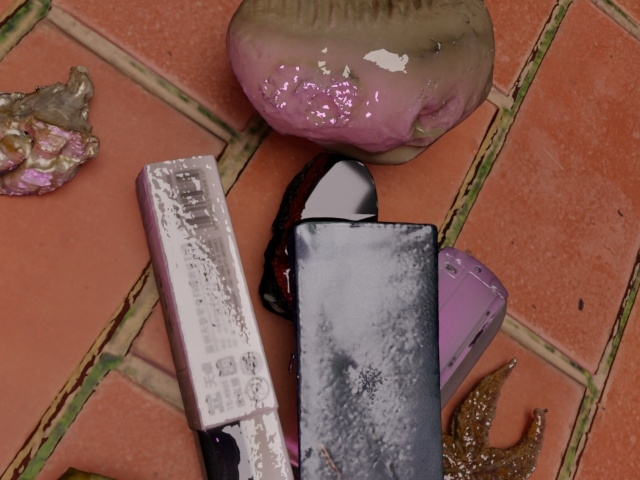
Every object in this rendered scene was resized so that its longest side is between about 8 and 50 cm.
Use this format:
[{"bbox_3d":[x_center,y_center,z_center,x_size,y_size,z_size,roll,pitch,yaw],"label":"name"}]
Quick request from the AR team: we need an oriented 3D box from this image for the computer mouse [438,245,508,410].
[{"bbox_3d":[0.132,0.145,0.922,0.158,0.072,0.310,39,66,9],"label":"computer mouse"}]

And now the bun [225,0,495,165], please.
[{"bbox_3d":[0.048,-0.238,0.903,0.362,0.234,0.326,-18,50,-30],"label":"bun"}]

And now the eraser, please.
[{"bbox_3d":[-0.134,0.103,0.832,0.098,0.096,0.404,-11,81,-24],"label":"eraser"}]

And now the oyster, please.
[{"bbox_3d":[-0.347,-0.143,0.825,0.163,0.081,0.191,21,67,-10],"label":"oyster"}]

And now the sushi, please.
[{"bbox_3d":[0.000,0.000,0.896,0.136,0.126,0.225,19,77,-16],"label":"sushi"}]

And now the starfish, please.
[{"bbox_3d":[0.186,0.298,0.922,0.302,0.060,0.299,10,76,-17],"label":"starfish"}]

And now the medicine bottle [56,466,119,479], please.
[{"bbox_3d":[-0.197,0.333,0.738,0.239,0.124,0.124,22,70,-13],"label":"medicine bottle"}]

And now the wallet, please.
[{"bbox_3d":[0.058,0.160,0.807,0.191,0.046,0.379,1,84,-15],"label":"wallet"}]
